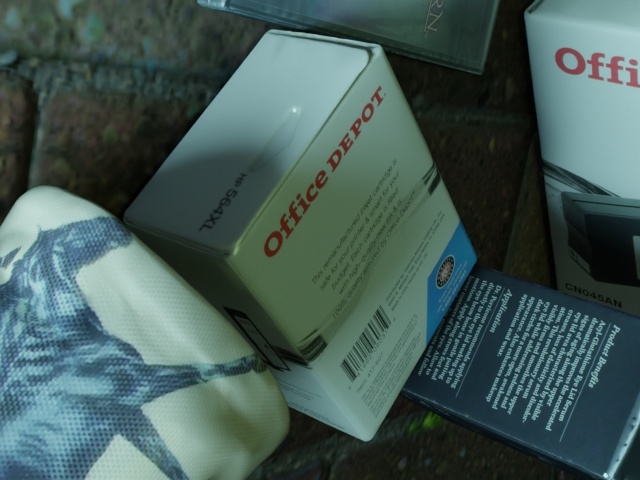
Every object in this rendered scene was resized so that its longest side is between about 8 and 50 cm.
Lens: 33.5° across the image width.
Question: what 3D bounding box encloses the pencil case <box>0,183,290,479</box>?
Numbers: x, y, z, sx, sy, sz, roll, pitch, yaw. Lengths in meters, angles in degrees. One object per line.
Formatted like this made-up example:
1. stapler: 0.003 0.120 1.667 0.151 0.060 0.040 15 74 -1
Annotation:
1. pencil case: -0.174 0.163 0.408 0.410 0.160 0.183 -52 176 -25

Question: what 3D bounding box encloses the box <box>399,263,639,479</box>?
1. box: 0.162 0.102 0.775 0.153 0.207 0.108 36 76 -53

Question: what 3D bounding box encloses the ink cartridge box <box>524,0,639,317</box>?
1. ink cartridge box: 0.347 -0.042 0.887 0.166 0.285 0.395 -45 136 -31

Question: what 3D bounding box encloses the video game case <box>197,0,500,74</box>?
1. video game case: 0.045 -0.214 0.642 0.274 0.026 0.196 1 105 -52

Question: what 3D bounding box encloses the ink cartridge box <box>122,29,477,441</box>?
1. ink cartridge box: 0.000 0.000 0.623 0.148 0.086 0.203 -55 140 -21
